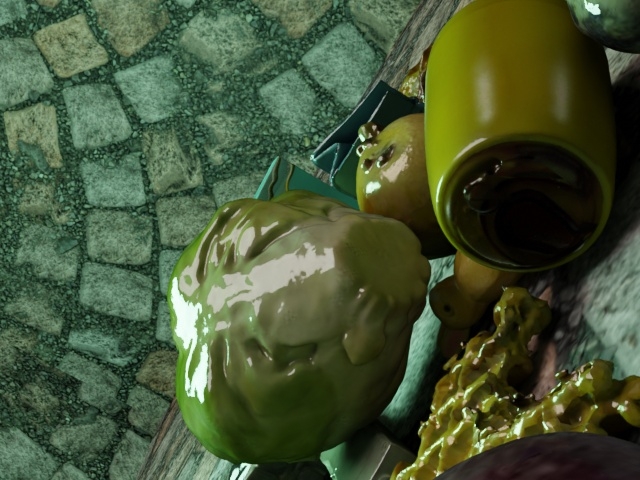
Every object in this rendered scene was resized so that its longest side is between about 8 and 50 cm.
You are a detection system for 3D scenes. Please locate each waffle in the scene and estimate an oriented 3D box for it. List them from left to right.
[{"bbox_3d":[0.115,0.165,0.697,0.259,0.069,0.293,-59,7,4],"label":"waffle"}]

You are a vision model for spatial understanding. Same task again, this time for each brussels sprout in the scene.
[{"bbox_3d":[-0.030,0.075,0.992,0.316,0.243,0.273,-51,23,21],"label":"brussels sprout"}]

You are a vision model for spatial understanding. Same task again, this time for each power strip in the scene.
[{"bbox_3d":[0.043,0.225,0.992,0.080,0.048,0.286,-57,8,-4],"label":"power strip"}]

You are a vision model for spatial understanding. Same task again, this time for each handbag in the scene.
[{"bbox_3d":[0.108,-0.103,1.204,0.144,0.221,0.057,-52,46,15],"label":"handbag"}]

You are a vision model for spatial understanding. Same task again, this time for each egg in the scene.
[{"bbox_3d":[0.273,-0.227,0.805,0.141,0.141,0.181,-52,8,46],"label":"egg"}]

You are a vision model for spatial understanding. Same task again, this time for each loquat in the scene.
[{"bbox_3d":[0.113,-0.062,1.063,0.149,0.204,0.172,-38,-19,-19],"label":"loquat"}]

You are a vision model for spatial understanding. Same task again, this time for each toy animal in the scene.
[{"bbox_3d":[0.144,0.051,0.926,0.083,0.070,0.159,-78,14,-59],"label":"toy animal"}]

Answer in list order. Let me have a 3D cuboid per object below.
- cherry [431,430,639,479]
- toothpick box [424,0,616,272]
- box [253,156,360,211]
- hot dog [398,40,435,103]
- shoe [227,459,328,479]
[{"bbox_3d":[0.094,0.181,0.362,0.266,0.183,0.213,5,74,64],"label":"cherry"},{"bbox_3d":[0.176,-0.097,0.854,0.175,0.175,0.271,-55,12,35],"label":"toothpick box"},{"bbox_3d":[-0.001,0.000,1.399,0.162,0.229,0.041,-65,9,-24],"label":"box"},{"bbox_3d":[0.184,-0.234,1.480,0.259,0.114,0.175,-64,8,-27],"label":"hot dog"},{"bbox_3d":[-0.041,0.265,1.194,0.137,0.114,0.291,128,166,-74],"label":"shoe"}]
